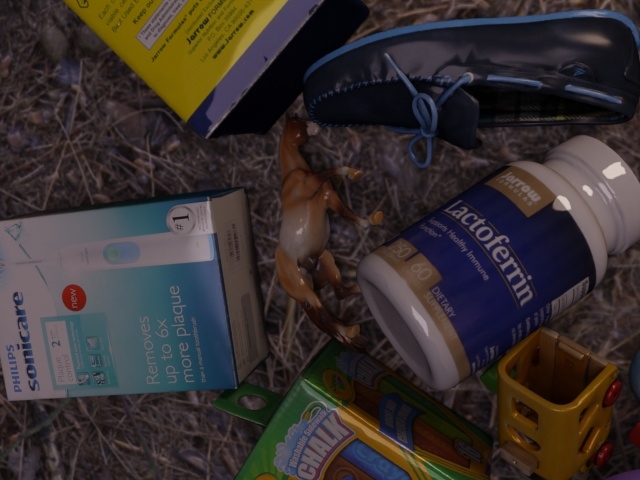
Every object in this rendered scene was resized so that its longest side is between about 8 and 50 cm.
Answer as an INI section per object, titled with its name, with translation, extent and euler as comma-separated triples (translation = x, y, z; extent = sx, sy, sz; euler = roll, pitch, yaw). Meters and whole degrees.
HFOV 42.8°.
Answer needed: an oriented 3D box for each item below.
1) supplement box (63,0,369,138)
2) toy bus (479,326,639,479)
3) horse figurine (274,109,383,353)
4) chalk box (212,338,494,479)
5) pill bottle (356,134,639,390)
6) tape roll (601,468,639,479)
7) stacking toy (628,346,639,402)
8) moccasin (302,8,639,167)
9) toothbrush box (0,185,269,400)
[supplement box]
translation = -0.152, -0.296, 0.853
extent = 0.356, 0.194, 0.195
euler = 45, 106, 4
[toy bus]
translation = 0.229, 0.189, 0.828
extent = 0.104, 0.191, 0.202
euler = -35, 89, -28
[horse figurine]
translation = 0.000, 0.000, 0.906
extent = 0.174, 0.066, 0.264
euler = 23, 121, 50
[chalk box]
translation = 0.021, 0.233, 0.901
extent = 0.288, 0.180, 0.179
euler = 34, 105, 6
[pill bottle]
translation = 0.180, 0.016, 0.804
extent = 0.264, 0.153, 0.153
euler = -33, 90, -10
[tape roll]
translation = 0.359, 0.303, 0.817
extent = 0.188, 0.080, 0.189
euler = 6, 141, 5
[stacking toy]
translation = 0.492, 0.138, 0.835
extent = 0.309, 0.130, 0.279
euler = -36, 115, 19
[moccasin]
translation = 0.147, -0.150, 0.822
extent = 0.341, 0.137, 0.117
euler = -8, 74, 16
[toothbrush box]
translation = -0.229, 0.062, 0.964
extent = 0.295, 0.126, 0.217
euler = -5, 97, 16
